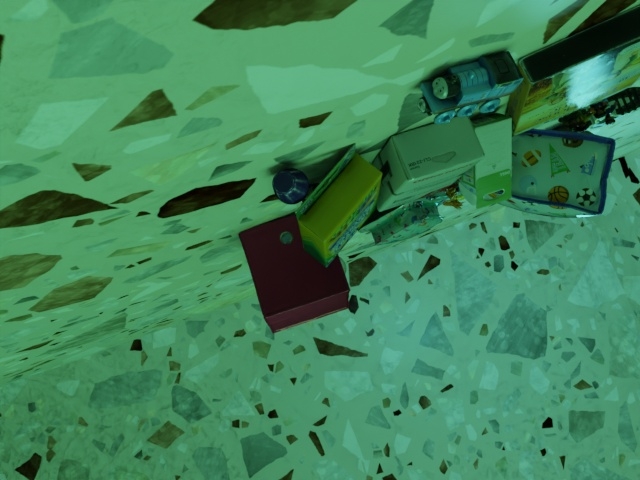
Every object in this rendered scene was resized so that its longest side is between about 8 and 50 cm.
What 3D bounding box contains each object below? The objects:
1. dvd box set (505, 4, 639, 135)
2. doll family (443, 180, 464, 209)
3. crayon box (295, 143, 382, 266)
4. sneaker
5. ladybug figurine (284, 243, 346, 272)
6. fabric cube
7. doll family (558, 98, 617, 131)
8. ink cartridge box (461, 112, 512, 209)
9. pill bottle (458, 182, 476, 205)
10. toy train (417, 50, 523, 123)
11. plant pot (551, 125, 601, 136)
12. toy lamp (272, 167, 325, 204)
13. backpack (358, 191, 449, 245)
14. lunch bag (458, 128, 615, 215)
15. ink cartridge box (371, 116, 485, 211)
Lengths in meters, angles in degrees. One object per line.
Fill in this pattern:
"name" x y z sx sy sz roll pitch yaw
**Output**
"dvd box set" 0.564 -0.357 1.363 0.308 0.062 0.420 -22 171 9
"doll family" 0.484 -0.176 2.124 0.163 0.118 0.263 -20 171 -10
"crayon box" 0.045 -0.068 1.460 0.203 0.083 0.323 -50 169 -10
"sneaker" 0.851 -0.387 1.854 0.234 0.078 0.106 -24 175 42
"ladybug figurine" -0.077 0.126 2.189 0.305 0.161 0.449 14 164 -15
"fabric cube" -0.073 0.094 1.843 0.254 0.258 0.259 -17 162 -5
"doll family" 0.691 -0.337 1.634 0.193 0.111 0.076 -21 172 -4
"ink cartridge box" 0.402 -0.193 1.534 0.109 0.209 0.062 -18 -153 -19
"pill bottle" 0.546 -0.203 1.971 0.216 0.121 0.121 -33 173 -7
"toy train" 0.263 -0.272 1.127 0.184 0.080 0.105 -16 161 -18
"plant pot" 0.793 -0.298 2.058 0.238 0.109 0.237 -13 158 -5
"toy lamp" -0.042 -0.108 1.393 0.080 0.080 0.275 -23 171 12
"backpack" 0.241 -0.104 1.804 0.254 0.191 0.225 -21 173 -42
"lunch bag" 0.559 -0.197 1.733 0.386 0.238 0.328 9 180 13
"ink cartridge box" 0.240 -0.179 1.513 0.197 0.114 0.273 -19 172 -12
